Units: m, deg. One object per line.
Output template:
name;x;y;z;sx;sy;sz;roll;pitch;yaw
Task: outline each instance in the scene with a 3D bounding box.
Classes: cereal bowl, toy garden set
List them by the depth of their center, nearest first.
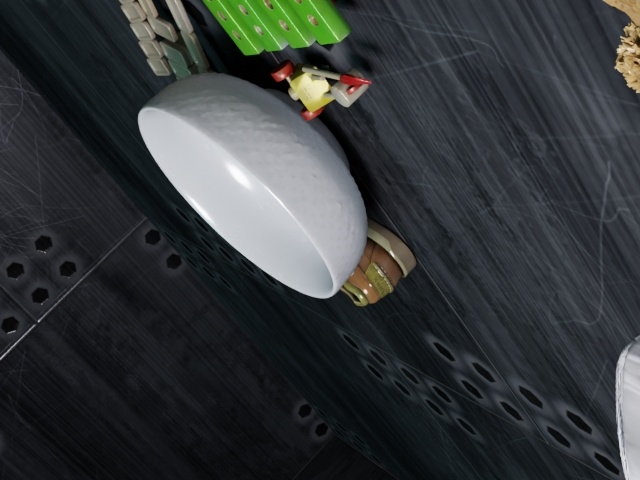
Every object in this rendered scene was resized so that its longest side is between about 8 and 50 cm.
toy garden set;-0.021;-0.216;1.164;0.204;0.049;0.244;51;164;-21
cereal bowl;-0.066;-0.089;1.455;0.339;0.141;0.339;39;162;15

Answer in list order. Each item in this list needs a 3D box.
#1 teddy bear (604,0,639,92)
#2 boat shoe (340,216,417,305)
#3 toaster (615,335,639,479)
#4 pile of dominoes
teddy bear;0.265;-0.100;0.584;0.338;0.113;0.245;37;174;-4
boat shoe;0.000;0.000;1.627;0.307;0.104;0.111;27;159;52
toaster;0.344;0.170;0.978;0.146;0.129;0.227;31;134;61
pile of dominoes;-0.208;-0.303;1.524;0.196;0.040;0.251;32;154;44
